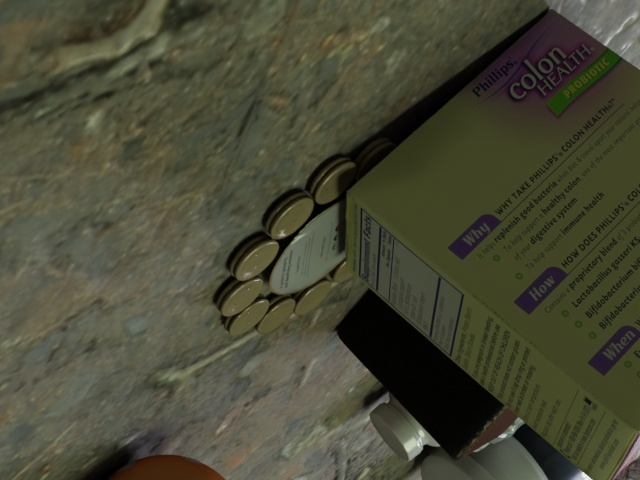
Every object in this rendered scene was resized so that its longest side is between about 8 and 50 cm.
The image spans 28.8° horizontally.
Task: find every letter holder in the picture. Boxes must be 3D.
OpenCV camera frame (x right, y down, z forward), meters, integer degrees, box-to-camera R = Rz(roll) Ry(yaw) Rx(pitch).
[{"bbox_3d":[0.197,0.019,1.087,0.302,0.152,0.214,-51,160,18],"label":"letter holder"}]

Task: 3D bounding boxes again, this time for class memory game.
[{"bbox_3d":[0.000,0.000,0.883,0.186,0.012,0.186,-37,158,-17],"label":"memory game"}]

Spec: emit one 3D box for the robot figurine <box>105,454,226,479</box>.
[{"bbox_3d":[-0.122,0.248,0.972,0.128,0.158,0.219,-50,166,-35],"label":"robot figurine"}]

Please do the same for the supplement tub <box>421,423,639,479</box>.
[{"bbox_3d":[0.291,0.287,1.698,0.272,0.191,0.191,-33,157,-25],"label":"supplement tub"}]

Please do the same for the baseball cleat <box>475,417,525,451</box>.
[{"bbox_3d":[0.196,0.225,1.507,0.109,0.072,0.206,-46,156,25],"label":"baseball cleat"}]

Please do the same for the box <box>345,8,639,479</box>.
[{"bbox_3d":[0.175,0.001,0.853,0.213,0.243,0.117,-42,160,-19],"label":"box"}]

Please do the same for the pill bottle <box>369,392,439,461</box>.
[{"bbox_3d":[0.129,0.160,1.314,0.152,0.086,0.086,-37,158,-15],"label":"pill bottle"}]
